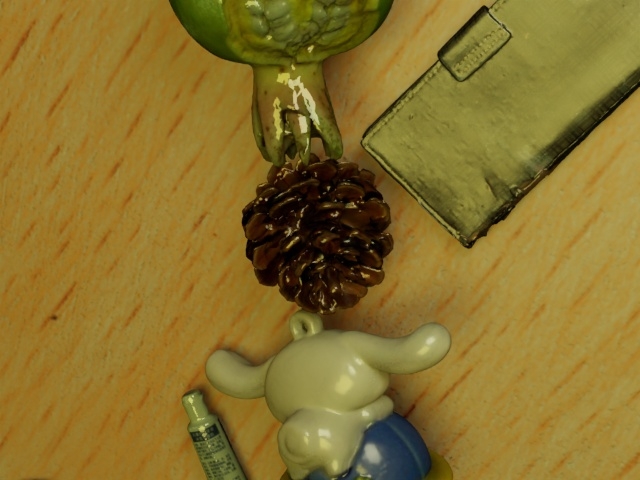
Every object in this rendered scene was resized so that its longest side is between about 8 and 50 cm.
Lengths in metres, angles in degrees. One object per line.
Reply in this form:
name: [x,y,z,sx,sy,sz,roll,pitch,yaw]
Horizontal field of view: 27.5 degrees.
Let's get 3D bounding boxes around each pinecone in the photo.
pinecone: [0.000,0.000,1.327,0.173,0.173,0.173,3,102,15]

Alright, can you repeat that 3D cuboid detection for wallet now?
wallet: [0.201,-0.154,1.302,0.169,0.044,0.317,44,111,-1]

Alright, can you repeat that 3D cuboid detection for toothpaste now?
toothpaste: [-0.108,0.269,1.481,0.062,0.037,0.216,-20,100,18]

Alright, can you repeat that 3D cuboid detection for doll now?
doll: [-0.006,0.203,1.366,0.311,0.159,0.242,6,127,36]

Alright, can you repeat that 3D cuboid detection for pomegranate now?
pomegranate: [-0.034,-0.224,1.263,0.236,0.236,0.302,-1,109,16]
